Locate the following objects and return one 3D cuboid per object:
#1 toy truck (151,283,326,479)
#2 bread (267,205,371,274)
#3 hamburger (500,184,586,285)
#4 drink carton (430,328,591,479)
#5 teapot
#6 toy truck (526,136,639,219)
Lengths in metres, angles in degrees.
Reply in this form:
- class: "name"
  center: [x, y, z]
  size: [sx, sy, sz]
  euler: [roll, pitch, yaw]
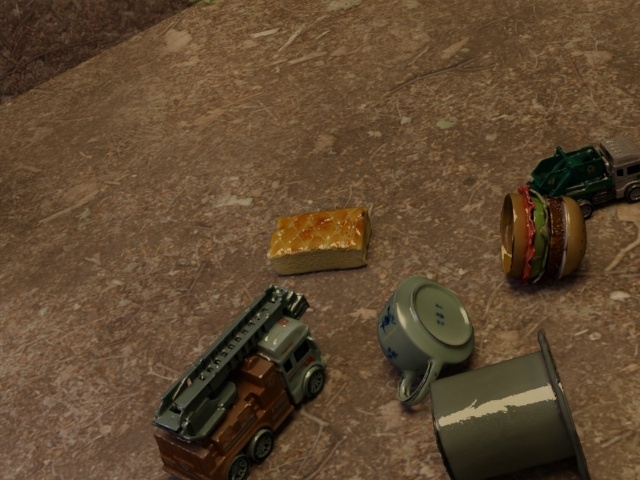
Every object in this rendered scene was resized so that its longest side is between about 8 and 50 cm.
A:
- class: "toy truck"
  center: [-0.118, 0.218, 1.546]
  size: [0.132, 0.184, 0.338]
  euler: [16, 48, 35]
- class: "bread"
  center: [-0.001, 0.000, 1.877]
  size: [0.188, 0.068, 0.125]
  euler: [-6, 38, 14]
- class: "hamburger"
  center: [0.384, -0.006, 1.676]
  size: [0.136, 0.175, 0.175]
  euler: [3, 39, 2]
- class: "drink carton"
  center: [0.260, 0.244, 1.382]
  size: [0.189, 0.191, 0.185]
  euler: [-14, 38, 13]
- class: "teapot"
  center: [0.154, 0.156, 1.577]
  size: [0.158, 0.159, 0.232]
  euler: [-9, 48, 10]
- class: "toy truck"
  center: [0.491, -0.120, 1.806]
  size: [0.215, 0.116, 0.110]
  euler: [-16, 37, 1]
